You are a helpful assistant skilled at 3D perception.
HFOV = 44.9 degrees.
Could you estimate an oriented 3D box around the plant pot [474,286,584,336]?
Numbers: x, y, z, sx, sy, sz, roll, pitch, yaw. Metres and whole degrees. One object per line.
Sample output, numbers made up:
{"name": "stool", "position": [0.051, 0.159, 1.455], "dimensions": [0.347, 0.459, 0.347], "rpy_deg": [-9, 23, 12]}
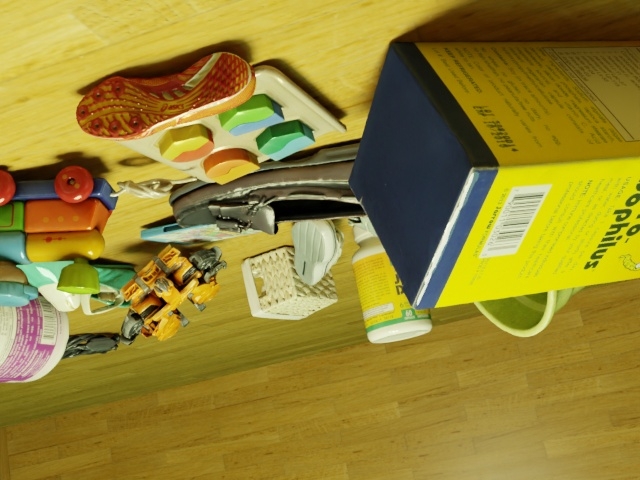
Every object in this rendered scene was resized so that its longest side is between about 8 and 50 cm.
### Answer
{"name": "plant pot", "position": [0.342, -0.038, 1.105], "dimensions": [0.254, 0.276, 0.276], "rpy_deg": [-22, 168, -16]}

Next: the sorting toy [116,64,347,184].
{"name": "sorting toy", "position": [-0.095, -0.114, 0.856], "dimensions": [0.208, 0.038, 0.193], "rpy_deg": [-17, 165, 20]}

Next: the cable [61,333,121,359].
{"name": "cable", "position": [-0.580, 0.256, 1.868], "dimensions": [0.184, 0.047, 0.150], "rpy_deg": [-5, 169, -33]}

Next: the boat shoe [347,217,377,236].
{"name": "boat shoe", "position": [0.076, -0.054, 1.159], "dimensions": [0.081, 0.079, 0.227], "rpy_deg": [-4, 161, 5]}

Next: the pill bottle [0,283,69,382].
{"name": "pill bottle", "position": [-0.538, 0.129, 1.164], "dimensions": [0.169, 0.169, 0.301], "rpy_deg": [-17, 164, 18]}

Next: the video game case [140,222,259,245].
{"name": "video game case", "position": [-0.167, -0.016, 1.158], "dimensions": [0.166, 0.015, 0.119], "rpy_deg": [-10, 171, 27]}

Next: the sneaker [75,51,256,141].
{"name": "sneaker", "position": [-0.143, -0.127, 0.729], "dimensions": [0.175, 0.064, 0.067], "rpy_deg": [-10, 175, 6]}

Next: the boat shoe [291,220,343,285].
{"name": "boat shoe", "position": [0.000, 0.000, 1.314], "dimensions": [0.076, 0.083, 0.226], "rpy_deg": [-39, 169, -20]}

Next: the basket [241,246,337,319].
{"name": "basket", "position": [-0.054, 0.082, 1.474], "dimensions": [0.103, 0.113, 0.167], "rpy_deg": [-22, 162, 29]}

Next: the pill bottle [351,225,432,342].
{"name": "pill bottle", "position": [0.120, 0.068, 1.363], "dimensions": [0.118, 0.208, 0.117], "rpy_deg": [-10, 165, -3]}

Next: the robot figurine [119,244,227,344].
{"name": "robot figurine", "position": [-0.249, 0.089, 1.286], "dimensions": [0.211, 0.085, 0.291], "rpy_deg": [-44, 172, -10]}

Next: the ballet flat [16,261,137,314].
{"name": "ballet flat", "position": [-0.382, 0.074, 1.236], "dimensions": [0.083, 0.087, 0.247], "rpy_deg": [-16, 164, 27]}

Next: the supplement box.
{"name": "supplement box", "position": [0.242, -0.078, 0.824], "dimensions": [0.357, 0.194, 0.195], "rpy_deg": [-6, 138, -21]}

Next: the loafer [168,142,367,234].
{"name": "loafer", "position": [-0.048, -0.051, 1.010], "dimensions": [0.303, 0.095, 0.109], "rpy_deg": [-13, 167, 4]}

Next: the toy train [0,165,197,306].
{"name": "toy train", "position": [-0.265, -0.003, 0.880], "dimensions": [0.248, 0.143, 0.105], "rpy_deg": [-2, 165, 0]}
